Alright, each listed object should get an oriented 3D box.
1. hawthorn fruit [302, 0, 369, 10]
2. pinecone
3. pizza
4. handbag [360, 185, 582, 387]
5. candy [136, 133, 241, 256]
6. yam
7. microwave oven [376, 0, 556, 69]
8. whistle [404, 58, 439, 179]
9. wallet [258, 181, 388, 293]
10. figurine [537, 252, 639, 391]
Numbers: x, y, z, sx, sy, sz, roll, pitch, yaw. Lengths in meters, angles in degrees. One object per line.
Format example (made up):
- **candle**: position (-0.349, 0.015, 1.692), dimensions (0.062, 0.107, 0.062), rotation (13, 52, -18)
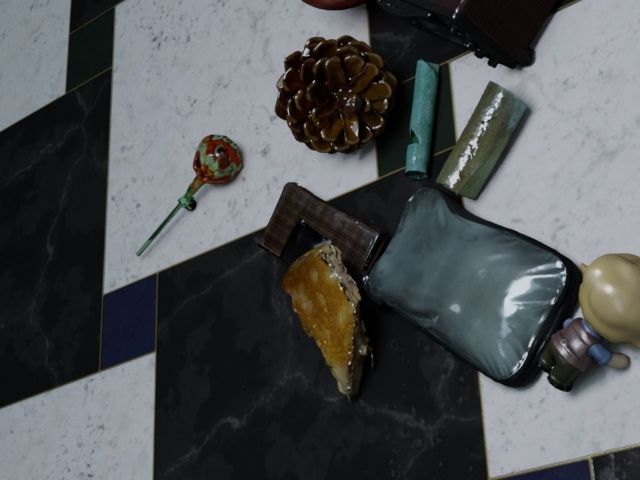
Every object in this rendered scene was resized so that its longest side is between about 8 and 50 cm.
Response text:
- **hawthorn fruit**: position (0.038, -0.504, 1.954), dimensions (0.284, 0.284, 0.284), rotation (-19, 60, 37)
- **pinecone**: position (0.032, -0.223, 1.910), dimensions (0.212, 0.169, 0.185), rotation (19, 100, 59)
- **pizza**: position (0.026, 0.106, 1.819), dimensions (0.226, 0.069, 0.147), rotation (57, 137, 26)
- **handbag**: position (0.197, 0.055, 1.708), dimensions (0.332, 0.075, 0.191), rotation (32, 98, 43)
- **candy**: position (-0.238, -0.069, 2.168), dimensions (0.287, 0.078, 0.084), rotation (-48, 30, 22)
- **yam**: position (0.229, -0.140, 1.759), dimensions (0.068, 0.068, 0.169), rotation (30, 94, 46)
- **microwave oven**: position (0.204, -0.376, 1.804), dimensions (0.247, 0.178, 0.188), rotation (33, 96, 46)
- **whistle**: position (0.153, -0.184, 1.870), dimensions (0.039, 0.039, 0.186), rotation (-7, 68, 41)
- **wallet**: position (0.000, 0.000, 1.929), dimensions (0.230, 0.042, 0.124), rotation (29, 94, 41)
- **figurine**: position (0.348, 0.106, 1.533), dimensions (0.196, 0.108, 0.114), rotation (-61, 31, 30)
